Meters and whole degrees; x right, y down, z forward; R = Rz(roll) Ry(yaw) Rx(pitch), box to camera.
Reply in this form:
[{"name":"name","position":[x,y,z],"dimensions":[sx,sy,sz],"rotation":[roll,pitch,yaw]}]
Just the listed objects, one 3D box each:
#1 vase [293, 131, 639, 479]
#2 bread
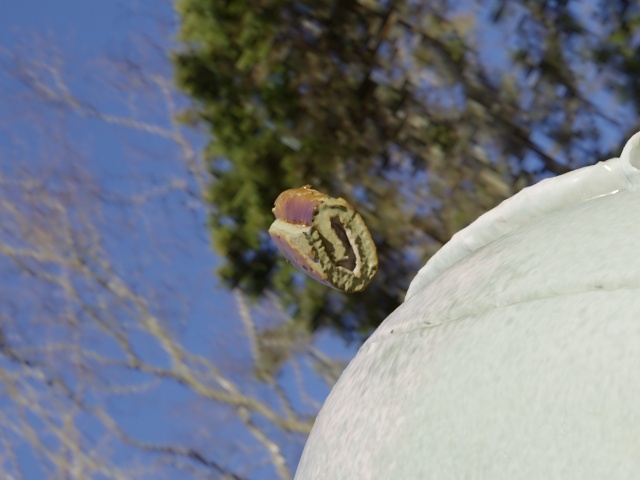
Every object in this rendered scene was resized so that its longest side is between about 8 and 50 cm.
[{"name":"vase","position":[0.130,0.070,0.495],"dimensions":[0.250,0.250,0.445],"rotation":[-35,-5,-21]},{"name":"bread","position":[0.000,0.000,0.930],"dimensions":[0.036,0.083,0.047],"rotation":[-28,-80,-8]}]
